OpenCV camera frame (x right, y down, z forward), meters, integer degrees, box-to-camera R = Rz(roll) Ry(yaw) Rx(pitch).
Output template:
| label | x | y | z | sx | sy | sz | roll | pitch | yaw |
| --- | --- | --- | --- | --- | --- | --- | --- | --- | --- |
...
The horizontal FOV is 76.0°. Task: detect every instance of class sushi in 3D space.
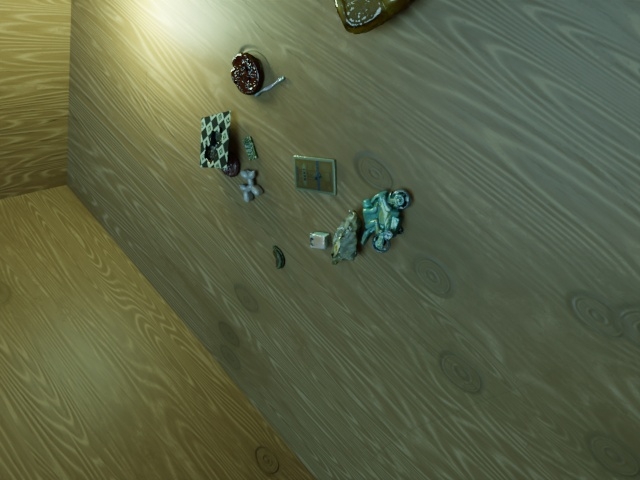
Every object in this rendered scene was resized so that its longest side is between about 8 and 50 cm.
| label | x | y | z | sx | sy | sz | roll | pitch | yaw |
| --- | --- | --- | --- | --- | --- | --- | --- | --- | --- |
| sushi | -0.549 | -0.534 | 2.207 | 0.293 | 0.059 | 0.293 | 11 | 99 | 45 |

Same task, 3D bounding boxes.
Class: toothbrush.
| label | x | y | z | sx | sy | sz | roll | pitch | yaw |
| --- | --- | --- | --- | --- | --- | --- | --- | --- | --- |
| toothbrush | -0.239 | -0.716 | 1.911 | 0.204 | 0.022 | 0.017 | -15 | 88 | 41 |

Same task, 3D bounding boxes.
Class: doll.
| label | x | y | z | sx | sy | sz | roll | pitch | yaw |
| --- | --- | --- | --- | --- | --- | --- | --- | --- | --- |
| doll | -0.377 | -0.301 | 2.182 | 0.161 | 0.059 | 0.160 | -26 | 94 | 43 |

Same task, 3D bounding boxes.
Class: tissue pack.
| label | x | y | z | sx | sy | sz | roll | pitch | yaw |
| --- | --- | --- | --- | --- | --- | --- | --- | --- | --- |
| tissue pack | 0.000 | 0.000 | 2.015 | 0.094 | 0.058 | 0.074 | 9 | 113 | 35 |

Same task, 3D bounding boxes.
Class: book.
| label | x | y | z | sx | sy | sz | roll | pitch | yaw |
| --- | --- | --- | --- | --- | --- | --- | --- | --- | --- |
| book | -0.028 | -0.308 | 1.927 | 0.241 | 0.018 | 0.170 | 13 | 117 | 34 |

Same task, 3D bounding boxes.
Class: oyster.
| label | x | y | z | sx | sy | sz | roll | pitch | yaw |
| --- | --- | --- | --- | --- | --- | --- | --- | --- | --- |
| oyster | 0.126 | -0.006 | 1.866 | 0.110 | 0.166 | 0.342 | 7 | 123 | -8 |

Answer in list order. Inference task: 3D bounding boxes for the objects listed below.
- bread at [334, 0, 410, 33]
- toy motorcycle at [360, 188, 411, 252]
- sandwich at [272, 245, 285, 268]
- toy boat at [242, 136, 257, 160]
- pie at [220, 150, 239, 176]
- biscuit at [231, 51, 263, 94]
| label | x | y | z | sx | sy | sz | roll | pitch | yaw |
| --- | --- | --- | --- | --- | --- | --- | --- | --- | --- |
| bread | 0.188 | -0.920 | 1.399 | 0.327 | 0.148 | 0.337 | -20 | 95 | 38 |
| toy motorcycle | 0.254 | -0.094 | 1.734 | 0.198 | 0.109 | 0.297 | 26 | 116 | 24 |
| sandwich | -0.233 | 0.091 | 2.262 | 0.067 | 0.029 | 0.135 | -12 | 101 | 41 |
| toy boat | -0.364 | -0.476 | 2.121 | 0.063 | 0.016 | 0.115 | -8 | 104 | 40 |
| pie | -0.501 | -0.418 | 2.244 | 0.154 | 0.036 | 0.155 | 17 | 119 | 34 |
| biscuit | -0.349 | -0.792 | 1.949 | 0.192 | 0.049 | 0.192 | 18 | 125 | 27 |
